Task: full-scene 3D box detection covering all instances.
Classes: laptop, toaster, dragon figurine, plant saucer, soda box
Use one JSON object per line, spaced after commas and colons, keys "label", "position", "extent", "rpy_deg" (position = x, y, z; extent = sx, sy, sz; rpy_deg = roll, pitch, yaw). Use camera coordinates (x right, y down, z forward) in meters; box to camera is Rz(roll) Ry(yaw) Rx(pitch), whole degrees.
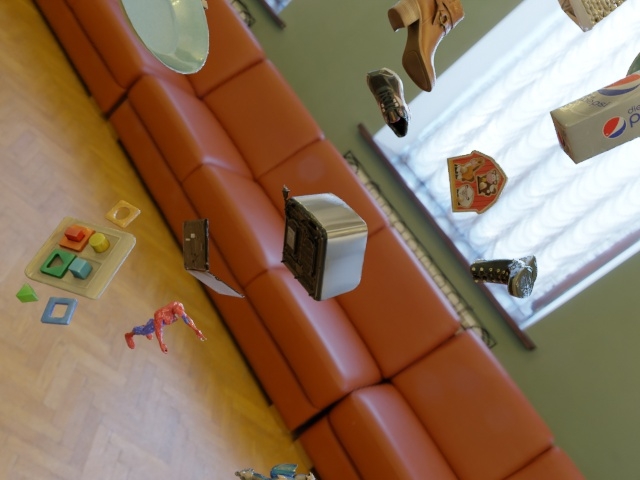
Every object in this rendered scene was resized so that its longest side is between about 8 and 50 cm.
{"label": "laptop", "position": [-0.367, 0.060, 2.060], "extent": [0.137, 0.234, 0.264], "rpy_deg": [-1, 90, -32]}
{"label": "toaster", "position": [0.000, 0.000, 1.217], "extent": [0.110, 0.185, 0.168], "rpy_deg": [-12, 34, -27]}
{"label": "dragon figurine", "position": [-0.088, 0.642, 1.600], "extent": [0.289, 0.144, 0.085], "rpy_deg": [7, 80, -27]}
{"label": "plant saucer", "position": [-0.226, -0.321, 0.836], "extent": [0.195, 0.037, 0.194], "rpy_deg": [41, 43, -54]}
{"label": "soda box", "position": [0.624, -0.268, 1.221], "extent": [0.098, 0.286, 0.091], "rpy_deg": [58, 14, -32]}

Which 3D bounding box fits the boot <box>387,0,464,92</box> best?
{"label": "boot", "position": [0.234, -0.420, 1.238], "extent": [0.073, 0.152, 0.197], "rpy_deg": [25, -34, 56]}

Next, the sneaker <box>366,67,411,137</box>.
{"label": "sneaker", "position": [0.162, -0.304, 1.357], "extent": [0.178, 0.072, 0.077], "rpy_deg": [47, 32, -39]}

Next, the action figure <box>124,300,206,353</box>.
{"label": "action figure", "position": [-0.405, 0.247, 1.583], "extent": [0.091, 0.280, 0.139], "rpy_deg": [-30, 86, -43]}

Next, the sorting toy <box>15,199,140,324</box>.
{"label": "sorting toy", "position": [-0.552, 0.028, 1.386], "extent": [0.196, 0.347, 0.047], "rpy_deg": [16, -32, 15]}

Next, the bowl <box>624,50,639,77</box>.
{"label": "bowl", "position": [0.917, -0.368, 1.458], "extent": [0.163, 0.311, 0.311], "rpy_deg": [-21, 68, -43]}

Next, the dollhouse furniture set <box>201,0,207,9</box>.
{"label": "dollhouse furniture set", "position": [-0.362, -0.578, 1.565], "extent": [0.091, 0.114, 0.081], "rpy_deg": [18, 68, -39]}

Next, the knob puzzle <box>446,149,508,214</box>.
{"label": "knob puzzle", "position": [0.456, -0.171, 1.779], "extent": [0.030, 0.213, 0.213], "rpy_deg": [-7, 56, -43]}

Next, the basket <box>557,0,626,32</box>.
{"label": "basket", "position": [0.536, -0.533, 1.236], "extent": [0.167, 0.103, 0.113], "rpy_deg": [38, 28, -41]}

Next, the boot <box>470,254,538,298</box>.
{"label": "boot", "position": [0.512, 0.106, 1.729], "extent": [0.236, 0.179, 0.085], "rpy_deg": [-32, 113, -56]}
